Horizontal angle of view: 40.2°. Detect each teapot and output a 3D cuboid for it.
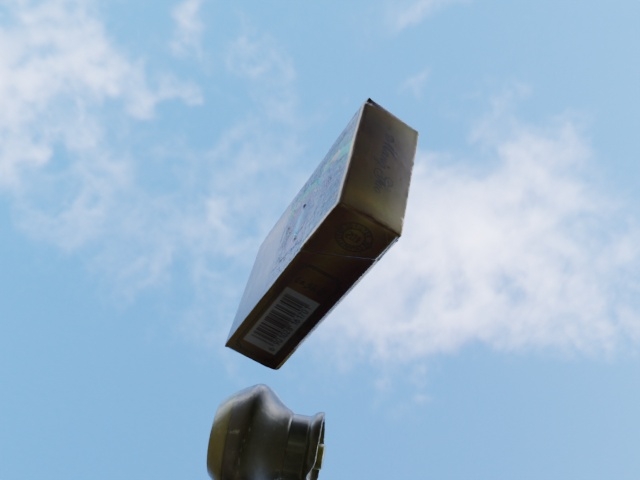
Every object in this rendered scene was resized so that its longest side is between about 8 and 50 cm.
[{"bbox_3d":[-0.052,0.220,0.957,0.119,0.166,0.130,9,-82,6],"label":"teapot"}]

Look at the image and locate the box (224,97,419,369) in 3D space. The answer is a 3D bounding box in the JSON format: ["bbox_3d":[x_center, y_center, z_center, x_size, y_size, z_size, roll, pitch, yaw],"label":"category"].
[{"bbox_3d":[0.000,0.000,0.847,0.071,0.240,0.159,30,-138,-10],"label":"box"}]
